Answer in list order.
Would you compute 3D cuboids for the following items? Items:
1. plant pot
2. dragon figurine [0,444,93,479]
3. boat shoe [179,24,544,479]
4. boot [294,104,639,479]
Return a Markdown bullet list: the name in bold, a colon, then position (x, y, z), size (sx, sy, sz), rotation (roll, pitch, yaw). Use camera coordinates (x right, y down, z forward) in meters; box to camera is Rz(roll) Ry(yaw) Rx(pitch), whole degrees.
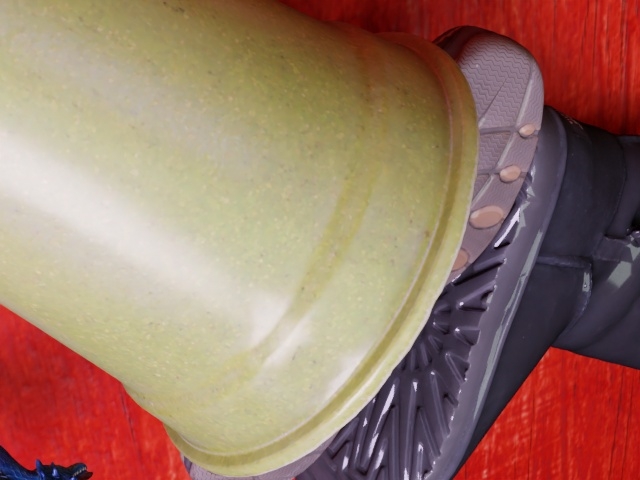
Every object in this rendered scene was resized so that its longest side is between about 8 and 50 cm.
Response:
- **plant pot**: position (-0.103, -0.047, 0.692), size (0.254, 0.276, 0.276), rotation (29, 100, -31)
- **dragon figurine**: position (-0.257, 0.113, 0.744), size (0.289, 0.144, 0.085), rotation (23, 103, -41)
- **boat shoe**: position (0.000, 0.000, 0.855), size (0.132, 0.130, 0.355), rotation (22, 111, -44)
- **boot**: position (0.227, 0.083, 1.073), size (0.445, 0.146, 0.367), rotation (8, 115, -42)
